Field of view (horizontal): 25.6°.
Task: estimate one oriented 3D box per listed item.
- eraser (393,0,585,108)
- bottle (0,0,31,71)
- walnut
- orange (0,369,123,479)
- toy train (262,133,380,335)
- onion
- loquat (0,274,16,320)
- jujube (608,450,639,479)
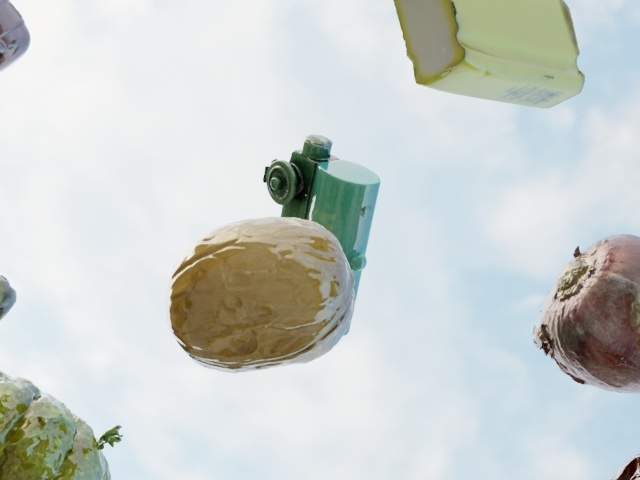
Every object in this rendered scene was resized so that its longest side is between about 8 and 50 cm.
[{"bbox_3d":[0.170,-0.222,1.427,0.069,0.226,0.158,-29,-110,39],"label":"eraser"},{"bbox_3d":[-0.432,-0.300,1.643,0.110,0.110,0.233,-25,-75,46],"label":"bottle"},{"bbox_3d":[-0.062,0.055,1.449,0.197,0.165,0.165,-8,-72,17],"label":"walnut"},{"bbox_3d":[-0.415,0.288,1.753,0.301,0.223,0.300,37,-39,-14],"label":"orange"},{"bbox_3d":[0.000,0.000,1.732,0.159,0.101,0.248,30,-61,41],"label":"toy train"},{"bbox_3d":[0.320,0.087,1.414,0.195,0.159,0.159,32,-42,-15],"label":"onion"},{"bbox_3d":[-0.494,0.050,1.481,0.359,0.328,0.328,6,-61,11],"label":"loquat"},{"bbox_3d":[0.357,0.255,1.273,0.183,0.183,0.243,48,-54,11],"label":"jujube"}]
